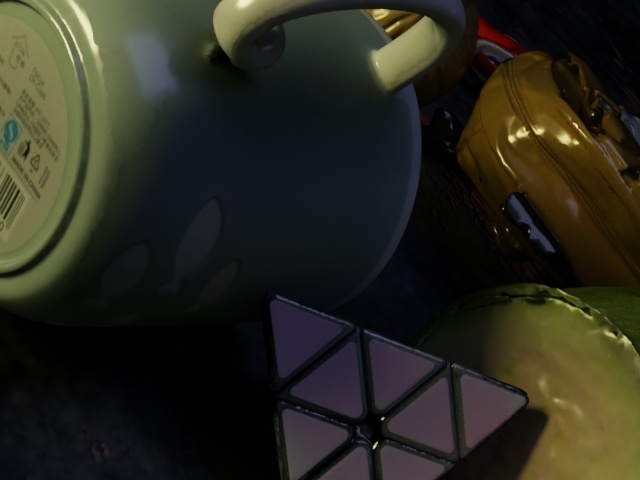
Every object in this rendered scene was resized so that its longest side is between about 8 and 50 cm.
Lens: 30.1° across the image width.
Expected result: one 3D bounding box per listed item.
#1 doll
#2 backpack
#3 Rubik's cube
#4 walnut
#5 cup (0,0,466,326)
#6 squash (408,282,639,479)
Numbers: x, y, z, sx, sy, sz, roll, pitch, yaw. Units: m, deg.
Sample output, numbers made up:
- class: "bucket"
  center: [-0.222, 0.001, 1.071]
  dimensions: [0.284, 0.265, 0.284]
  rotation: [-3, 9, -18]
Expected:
- class: "doll"
  center: [0.281, -0.214, 1.596]
  dimensions: [0.384, 0.099, 0.188]
  rotation: [41, 29, 11]
- class: "backpack"
  center: [0.278, -0.056, 1.306]
  dimensions: [0.353, 0.201, 0.378]
  rotation: [52, 13, 9]
- class: "Rubik's cube"
  center: [0.030, 0.087, 0.831]
  dimensions: [0.211, 0.191, 0.178]
  rotation: [-95, 159, -51]
- class: "walnut"
  center: [0.076, -0.249, 1.298]
  dimensions: [0.228, 0.228, 0.228]
  rotation: [31, 34, -23]
- class: "cup"
  center: [-0.077, -0.085, 0.796]
  dimensions: [0.275, 0.357, 0.259]
  rotation: [-2, 70, -49]
- class: "squash"
  center: [0.264, 0.166, 0.996]
  dimensions: [0.384, 0.263, 0.263]
  rotation: [5, 49, -47]
